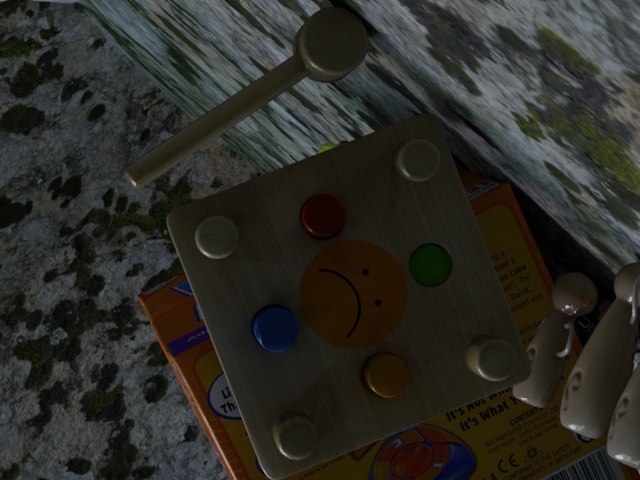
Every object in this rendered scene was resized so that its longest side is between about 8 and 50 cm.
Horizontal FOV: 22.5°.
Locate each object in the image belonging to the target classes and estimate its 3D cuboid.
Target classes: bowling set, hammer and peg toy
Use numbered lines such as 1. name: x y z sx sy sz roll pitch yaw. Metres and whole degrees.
1. bowling set: 0.304 0.114 1.357 0.200 0.154 0.287 22 -178 -18
2. hammer and peg toy: 0.000 0.000 1.393 0.127 0.266 0.361 -164 52 -85

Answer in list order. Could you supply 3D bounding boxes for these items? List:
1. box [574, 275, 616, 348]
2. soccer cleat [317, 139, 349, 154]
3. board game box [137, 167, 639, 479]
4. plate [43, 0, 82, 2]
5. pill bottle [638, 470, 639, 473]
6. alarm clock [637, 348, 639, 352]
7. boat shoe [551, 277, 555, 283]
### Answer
1. box: 0.277 0.081 1.662 0.052 0.062 0.083 41 177 17
2. soccer cleat: 0.095 -0.014 2.034 0.289 0.121 0.093 40 178 11
3. board game box: 0.060 0.158 1.667 0.356 0.357 0.356 65 173 -12
4. plate: -0.284 -0.277 1.389 0.277 0.045 0.278 10 163 -26
5. pill bottle: 0.406 0.271 1.817 0.153 0.153 0.264 38 166 46
6. alarm clock: 0.350 0.175 1.529 0.192 0.129 0.064 52 -176 34
7. boat shoe: 0.250 0.065 1.861 0.152 0.056 0.049 40 -177 3
